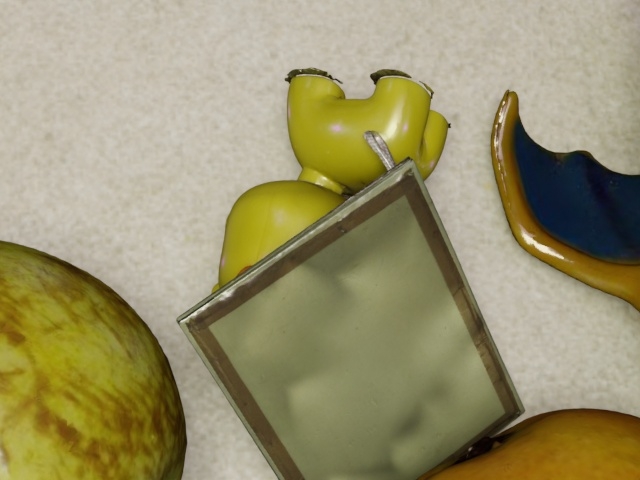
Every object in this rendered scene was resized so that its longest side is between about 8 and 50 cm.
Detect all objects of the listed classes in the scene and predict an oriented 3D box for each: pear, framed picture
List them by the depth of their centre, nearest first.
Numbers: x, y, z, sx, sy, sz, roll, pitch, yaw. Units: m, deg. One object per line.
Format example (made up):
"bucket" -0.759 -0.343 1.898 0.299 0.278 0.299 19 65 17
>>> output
"pear" -0.215 0.128 0.624 0.284 0.283 0.283 1 79 -6
"framed picture" 0.031 0.082 0.713 0.173 0.010 0.231 -34 124 -11

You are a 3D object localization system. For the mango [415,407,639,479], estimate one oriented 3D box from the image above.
"mango" 0.198 0.260 0.671 0.378 0.221 0.264 44 72 -7

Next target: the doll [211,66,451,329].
"doll" 0.000 0.000 0.744 0.135 0.143 0.221 10 70 27

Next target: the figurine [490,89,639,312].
"figurine" 0.349 -0.019 0.701 0.401 0.268 0.387 -6 71 -11
